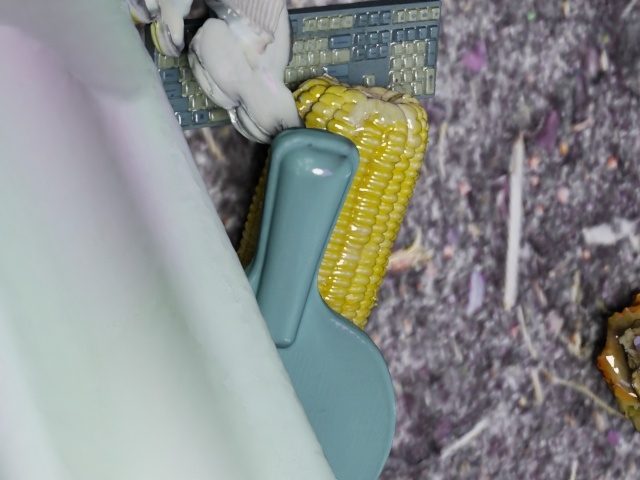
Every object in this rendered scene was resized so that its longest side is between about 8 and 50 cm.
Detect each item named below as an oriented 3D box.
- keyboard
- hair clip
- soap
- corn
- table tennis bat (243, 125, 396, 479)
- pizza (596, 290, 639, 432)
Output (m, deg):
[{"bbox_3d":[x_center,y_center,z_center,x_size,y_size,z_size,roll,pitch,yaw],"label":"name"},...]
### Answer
[{"bbox_3d":[-0.010,-0.091,0.898,0.176,0.014,0.055,-10,112,-34],"label":"keyboard"},{"bbox_3d":[-0.049,-0.128,0.807,0.172,0.049,0.116,50,44,-46],"label":"hair clip"},{"bbox_3d":[-0.092,0.039,0.700,0.115,0.347,0.208,-18,151,-12],"label":"soap"},{"bbox_3d":[0.000,0.000,0.896,0.085,0.063,0.165,-2,112,-52],"label":"corn"},{"bbox_3d":[-0.029,0.056,0.856,0.153,0.040,0.244,9,118,-11],"label":"table tennis bat"},{"bbox_3d":[0.279,0.115,1.134,0.287,0.074,0.251,-13,110,-32],"label":"pizza"}]
